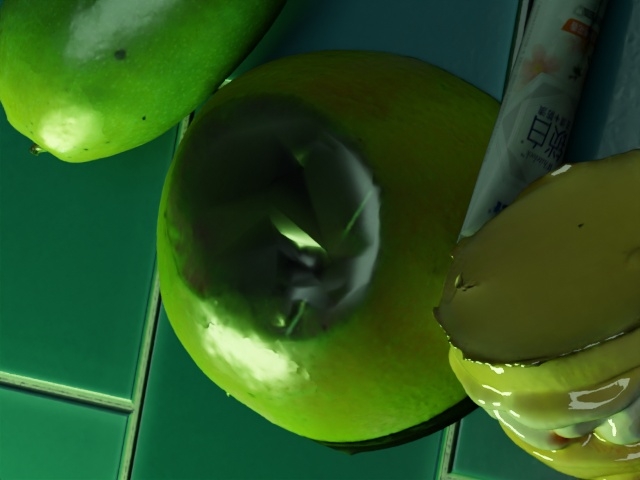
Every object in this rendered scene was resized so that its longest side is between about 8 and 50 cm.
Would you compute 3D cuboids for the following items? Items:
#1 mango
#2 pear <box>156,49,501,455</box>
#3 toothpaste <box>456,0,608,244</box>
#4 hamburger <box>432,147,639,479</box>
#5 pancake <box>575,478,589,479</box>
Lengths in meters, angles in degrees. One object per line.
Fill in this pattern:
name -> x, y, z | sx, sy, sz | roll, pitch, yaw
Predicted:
mango -> -0.160, -0.239, 1.865 | 0.382, 0.201, 0.225 | -45, 43, 12
pear -> 0.000, -0.004, 1.794 | 0.399, 0.165, 0.399 | -2, 85, 24
toothpaste -> 0.199, -0.131, 1.742 | 0.066, 0.100, 0.323 | 9, 78, 48
hamburger -> 0.252, 0.085, 1.638 | 0.276, 0.237, 0.276 | -21, 35, 16
pancake -> 0.187, 0.382, 1.731 | 0.305, 0.067, 0.427 | 34, 94, 26
